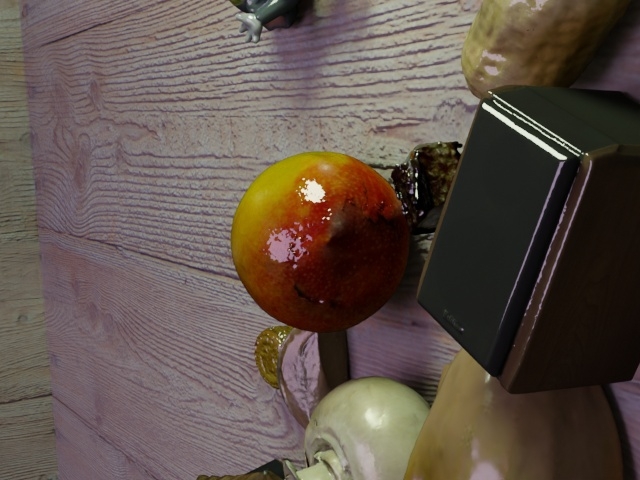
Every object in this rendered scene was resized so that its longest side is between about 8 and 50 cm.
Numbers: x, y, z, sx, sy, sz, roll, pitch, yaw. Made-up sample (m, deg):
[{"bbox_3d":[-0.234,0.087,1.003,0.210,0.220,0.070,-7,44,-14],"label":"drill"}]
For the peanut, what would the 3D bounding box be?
[{"bbox_3d":[0.207,-0.213,0.939,0.129,0.129,0.224,60,146,36],"label":"peanut"}]

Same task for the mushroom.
[{"bbox_3d":[0.052,0.288,1.253,0.246,0.202,0.246,171,90,-72],"label":"mushroom"}]

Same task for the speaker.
[{"bbox_3d":[0.216,-0.005,0.907,0.153,0.193,0.230,47,131,49],"label":"speaker"}]

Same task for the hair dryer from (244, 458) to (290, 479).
[{"bbox_3d":[-0.092,0.490,1.648,0.070,0.128,0.255,12,117,60],"label":"hair dryer"}]

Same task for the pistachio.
[{"bbox_3d":[0.201,0.209,1.024,0.213,0.163,0.260,15,91,19],"label":"pistachio"}]

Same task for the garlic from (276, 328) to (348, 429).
[{"bbox_3d":[-0.011,0.196,1.467,0.101,0.087,0.195,0,93,48],"label":"garlic"}]

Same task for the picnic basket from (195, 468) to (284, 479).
[{"bbox_3d":[-0.093,0.504,1.410,0.337,0.293,0.337,-51,18,24],"label":"picnic basket"}]

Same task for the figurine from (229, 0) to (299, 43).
[{"bbox_3d":[-0.058,-0.380,1.378,0.265,0.140,0.193,-5,114,49],"label":"figurine"}]

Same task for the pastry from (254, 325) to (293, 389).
[{"bbox_3d":[-0.058,0.178,1.570,0.109,0.057,0.097,-43,60,57],"label":"pastry"}]

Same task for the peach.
[{"bbox_3d":[0.000,0.000,1.279,0.231,0.231,0.231,20,113,58],"label":"peach"}]

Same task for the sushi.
[{"bbox_3d":[0.125,-0.059,1.147,0.094,0.098,0.084,130,130,-59],"label":"sushi"}]
